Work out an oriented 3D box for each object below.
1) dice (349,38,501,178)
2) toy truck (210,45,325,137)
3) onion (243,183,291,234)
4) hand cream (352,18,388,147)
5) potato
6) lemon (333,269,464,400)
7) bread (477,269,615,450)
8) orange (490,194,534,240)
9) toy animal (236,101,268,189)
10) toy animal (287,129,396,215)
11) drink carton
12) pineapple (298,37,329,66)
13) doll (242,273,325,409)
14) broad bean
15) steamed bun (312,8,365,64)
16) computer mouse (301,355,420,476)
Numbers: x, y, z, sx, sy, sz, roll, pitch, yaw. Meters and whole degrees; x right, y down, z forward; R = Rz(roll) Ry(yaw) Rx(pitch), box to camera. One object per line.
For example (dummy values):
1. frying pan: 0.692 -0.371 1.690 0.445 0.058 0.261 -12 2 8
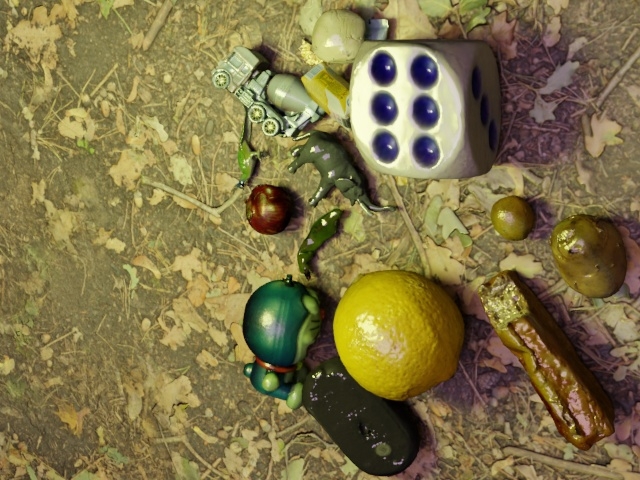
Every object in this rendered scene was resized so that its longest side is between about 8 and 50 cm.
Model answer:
1. dice: 0.209 -0.262 1.674 0.243 0.251 0.259 5 105 26
2. toy truck: -0.111 -0.333 1.915 0.256 0.108 0.140 44 106 9
3. onion: -0.119 -0.067 1.978 0.118 0.118 0.117 34 138 17
4. hand cream: 0.102 -0.333 1.829 0.091 0.058 0.271 10 104 38
5. potato: 0.519 0.026 1.660 0.137 0.137 0.176 -10 119 30
6. lemon: 0.164 0.196 1.807 0.293 0.293 0.293 7 106 26
7. bread: 0.443 0.235 1.717 0.109 0.185 0.380 -37 84 23
8. orange: 0.388 -0.043 1.732 0.085 0.085 0.095 -25 88 30
9. toy animal: -0.160 -0.225 2.002 0.075 0.041 0.217 13 104 32
10. toy animal: 0.032 -0.131 1.897 0.269 0.082 0.137 49 121 -1
11. drink carton: 0.049 -0.286 1.788 0.074 0.084 0.200 -41 63 -11
12. pineapple: -0.018 -0.407 1.893 0.083 0.019 0.045 37 111 16
13. doll: -0.093 0.227 1.986 0.186 0.198 0.322 9 105 -1
14. broad bean: -0.007 -0.002 1.973 0.061 0.046 0.195 37 115 24
15. steamed bun: 0.031 -0.429 1.798 0.130 0.091 0.112 17 104 59
16. computer mouse: 0.094 0.399 1.961 0.183 0.116 0.323 -37 99 9
